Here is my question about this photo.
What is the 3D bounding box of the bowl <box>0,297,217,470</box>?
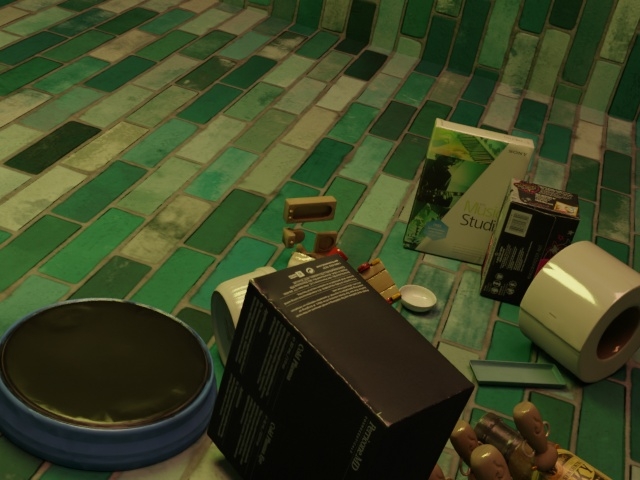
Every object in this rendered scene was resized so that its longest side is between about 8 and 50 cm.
[{"bbox_3d":[-0.366,0.228,1.648,0.391,0.077,0.391,10,30,-6],"label":"bowl"}]

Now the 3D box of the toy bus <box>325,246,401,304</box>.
[{"bbox_3d":[0.066,0.125,1.957,0.202,0.191,0.104,14,-9,8],"label":"toy bus"}]

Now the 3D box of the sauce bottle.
[{"bbox_3d":[0.402,0.409,1.604,0.344,0.111,0.111,30,34,31],"label":"sauce bottle"}]

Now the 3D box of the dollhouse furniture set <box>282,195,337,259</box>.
[{"bbox_3d":[0.000,0.000,2.111,0.144,0.151,0.123,-5,34,-25],"label":"dollhouse furniture set"}]

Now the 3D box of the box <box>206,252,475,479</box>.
[{"bbox_3d":[0.014,0.257,1.443,0.179,0.343,0.312,-15,47,-38],"label":"box"}]

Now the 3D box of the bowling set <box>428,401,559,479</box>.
[{"bbox_3d":[0.237,0.383,1.550,0.287,0.154,0.200,-39,24,-28],"label":"bowling set"}]

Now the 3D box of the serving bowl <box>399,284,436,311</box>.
[{"bbox_3d":[0.208,0.130,2.090,0.083,0.027,0.083,9,29,-5],"label":"serving bowl"}]

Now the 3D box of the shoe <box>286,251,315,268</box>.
[{"bbox_3d":[0.033,0.075,2.057,0.219,0.076,0.058,14,66,6],"label":"shoe"}]

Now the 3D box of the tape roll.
[{"bbox_3d":[0.551,0.145,1.980,0.246,0.246,0.169,-11,37,-36],"label":"tape roll"}]

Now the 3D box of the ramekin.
[{"bbox_3d":[-0.123,0.157,1.746,0.109,0.207,0.207,-11,36,-21],"label":"ramekin"}]

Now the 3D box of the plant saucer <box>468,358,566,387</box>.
[{"bbox_3d":[0.392,0.269,1.934,0.192,0.018,0.067,6,30,-14],"label":"plant saucer"}]

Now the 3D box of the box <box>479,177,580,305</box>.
[{"bbox_3d":[0.468,0.008,2.182,0.163,0.247,0.142,15,28,4],"label":"box"}]

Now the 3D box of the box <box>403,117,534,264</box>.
[{"bbox_3d":[0.341,-0.106,2.255,0.232,0.322,0.058,12,26,0],"label":"box"}]
